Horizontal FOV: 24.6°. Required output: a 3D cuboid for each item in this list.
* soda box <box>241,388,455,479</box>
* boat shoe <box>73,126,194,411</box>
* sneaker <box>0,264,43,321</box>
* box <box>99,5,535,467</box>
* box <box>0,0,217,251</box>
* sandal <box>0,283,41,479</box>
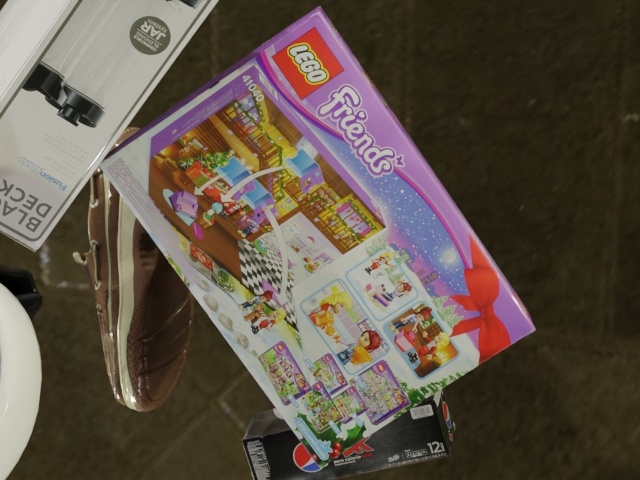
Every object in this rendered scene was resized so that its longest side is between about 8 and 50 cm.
[{"bbox_3d":[0.024,0.161,1.220,0.168,0.060,0.053,-13,105,13],"label":"soda box"},{"bbox_3d":[-0.174,0.024,1.335,0.095,0.095,0.258,9,98,30],"label":"boat shoe"},{"bbox_3d":[-0.360,0.014,1.298,0.124,0.283,0.107,-35,55,10],"label":"sneaker"},{"bbox_3d":[0.000,0.000,1.113,0.201,0.057,0.293,-33,101,8],"label":"box"},{"bbox_3d":[-0.173,-0.155,1.080,0.087,0.169,0.290,31,105,-27],"label":"box"},{"bbox_3d":[-0.327,0.047,0.618,0.416,0.102,0.169,-5,70,7],"label":"sandal"}]
